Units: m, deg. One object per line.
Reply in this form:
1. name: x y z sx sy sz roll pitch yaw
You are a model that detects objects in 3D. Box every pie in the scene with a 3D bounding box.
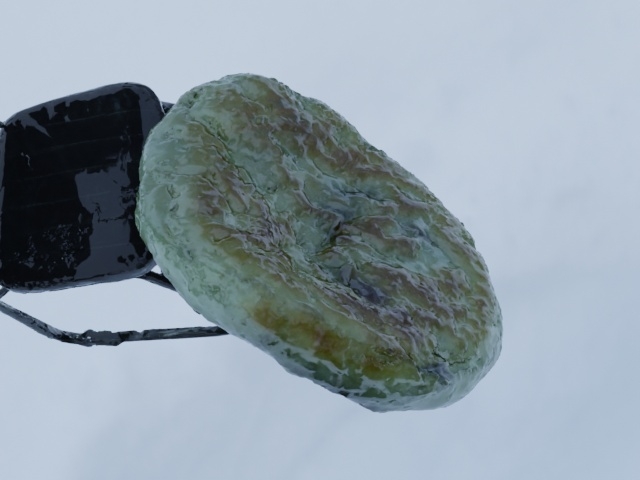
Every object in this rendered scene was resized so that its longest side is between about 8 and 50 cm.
1. pie: 0.000 0.000 1.088 0.240 0.054 0.240 25 32 -17

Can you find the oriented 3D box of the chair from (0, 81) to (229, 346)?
1. chair: -0.152 -0.028 1.160 0.145 0.221 0.140 -9 72 28
